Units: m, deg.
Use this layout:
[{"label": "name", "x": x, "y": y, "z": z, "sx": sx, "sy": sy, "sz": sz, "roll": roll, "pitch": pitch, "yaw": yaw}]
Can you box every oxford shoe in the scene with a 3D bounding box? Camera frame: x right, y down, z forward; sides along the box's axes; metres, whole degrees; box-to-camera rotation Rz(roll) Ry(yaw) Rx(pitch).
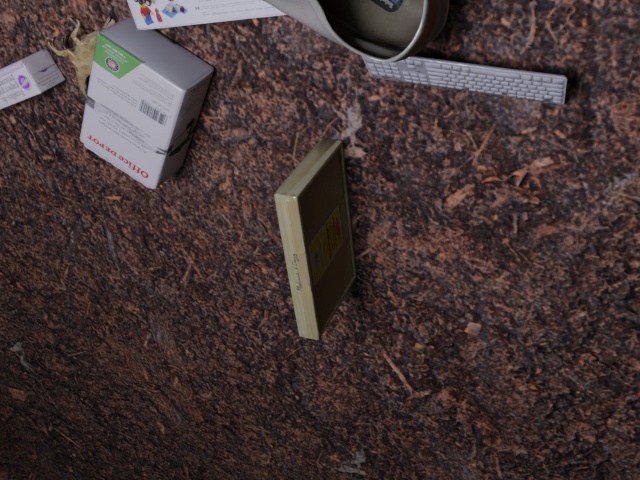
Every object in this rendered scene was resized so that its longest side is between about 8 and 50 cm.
[{"label": "oxford shoe", "x": -0.051, "y": -0.338, "z": 0.740, "sx": 0.449, "sy": 0.130, "sz": 0.169, "roll": 26, "pitch": 124, "yaw": -11}]

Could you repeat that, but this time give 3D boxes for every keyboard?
[{"label": "keyboard", "x": 0.177, "y": -0.207, "z": 0.836, "sx": 0.256, "sy": 0.072, "sz": 0.014, "roll": 13, "pitch": 86, "yaw": 20}]

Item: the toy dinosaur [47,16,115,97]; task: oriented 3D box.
[{"label": "toy dinosaur", "x": -0.396, "y": -0.301, "z": 1.089, "sx": 0.092, "sy": 0.053, "sz": 0.183, "roll": 39, "pitch": 134, "yaw": -5}]

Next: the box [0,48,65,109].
[{"label": "box", "x": -0.604, "y": -0.273, "z": 1.221, "sx": 0.324, "sy": 0.067, "sz": 0.063, "roll": -7, "pitch": 120, "yaw": 34}]

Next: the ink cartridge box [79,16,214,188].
[{"label": "ink cartridge box", "x": -0.284, "y": -0.215, "z": 1.064, "sx": 0.160, "sy": 0.092, "sz": 0.219, "roll": 34, "pitch": 134, "yaw": 2}]

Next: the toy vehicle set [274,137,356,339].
[{"label": "toy vehicle set", "x": 0.000, "y": 0.000, "z": 1.021, "sx": 0.035, "sy": 0.166, "sz": 0.267, "roll": 9, "pitch": 128, "yaw": 23}]

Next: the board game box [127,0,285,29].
[{"label": "board game box", "x": -0.147, "y": -0.391, "z": 0.878, "sx": 0.305, "sy": 0.053, "sz": 0.193, "roll": 4, "pitch": 127, "yaw": 26}]
